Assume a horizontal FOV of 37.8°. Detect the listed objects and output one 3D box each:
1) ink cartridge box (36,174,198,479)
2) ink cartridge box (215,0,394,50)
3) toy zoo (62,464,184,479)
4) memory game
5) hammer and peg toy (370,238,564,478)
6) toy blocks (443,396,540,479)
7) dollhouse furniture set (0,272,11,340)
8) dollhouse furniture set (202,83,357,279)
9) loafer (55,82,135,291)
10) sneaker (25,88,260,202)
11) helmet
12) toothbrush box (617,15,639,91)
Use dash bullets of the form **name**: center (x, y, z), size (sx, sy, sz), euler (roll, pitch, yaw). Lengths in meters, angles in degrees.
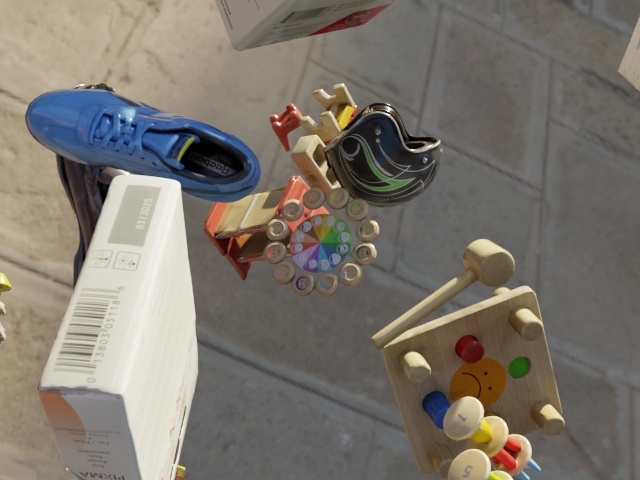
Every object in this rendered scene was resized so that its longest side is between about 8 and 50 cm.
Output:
- **ink cartridge box**: center (-0.103, 0.076, 0.522), size (0.045, 0.179, 0.145), euler (7, 46, 0)
- **ink cartridge box**: center (0.032, -0.311, 0.950), size (0.197, 0.273, 0.114), euler (-21, 89, -36)
- **toy zoo**: center (-0.334, 0.405, 1.628), size (0.192, 0.293, 0.030), euler (16, 86, -5)
- **memory game**: center (0.000, 0.000, 1.426), size (0.186, 0.012, 0.186), euler (-6, 65, 14)
- **hammer and peg toy**: center (0.218, 0.176, 1.438), size (0.265, 0.361, 0.127), euler (-21, 24, -5)
- **toy blocks**: center (0.204, 0.261, 1.053), size (0.148, 0.054, 0.123), euler (40, 34, -32)
- **dollhouse furniture set**: center (-0.702, 0.098, 1.716), size (0.303, 0.286, 0.198), euler (0, 69, -7)
- **dollhouse furniture set**: center (-0.055, -0.119, 1.863), size (0.152, 0.201, 0.374), euler (52, 46, -34)
- **loafer**: center (-0.230, -0.040, 1.073), size (0.109, 0.095, 0.303), euler (2, 80, -52)
- **sneaker**: center (-0.151, -0.088, 0.800), size (0.209, 0.082, 0.069), euler (18, 83, -5)
- **helmet**: center (0.106, -0.133, 1.516), size (0.161, 0.169, 0.169), euler (47, 48, -8)
- **toothbrush box**: center (0.490, -0.168, 0.966), size (0.283, 0.122, 0.206), euler (7, 30, -10)
